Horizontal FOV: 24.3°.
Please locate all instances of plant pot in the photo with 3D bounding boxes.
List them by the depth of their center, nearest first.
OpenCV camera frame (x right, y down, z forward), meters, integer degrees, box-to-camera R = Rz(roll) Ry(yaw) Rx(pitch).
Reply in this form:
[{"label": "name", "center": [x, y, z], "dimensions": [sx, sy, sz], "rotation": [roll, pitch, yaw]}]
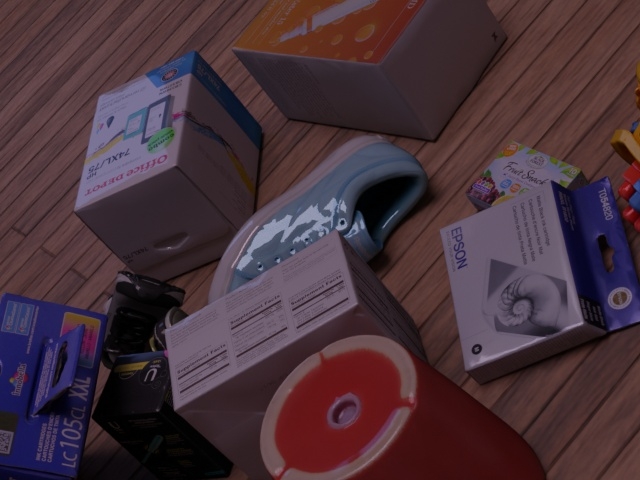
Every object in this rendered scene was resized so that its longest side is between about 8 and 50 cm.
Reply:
[{"label": "plant pot", "center": [0.079, 0.248, 1.618], "dimensions": [0.275, 0.243, 0.275], "rotation": [-23, 40, 21]}]

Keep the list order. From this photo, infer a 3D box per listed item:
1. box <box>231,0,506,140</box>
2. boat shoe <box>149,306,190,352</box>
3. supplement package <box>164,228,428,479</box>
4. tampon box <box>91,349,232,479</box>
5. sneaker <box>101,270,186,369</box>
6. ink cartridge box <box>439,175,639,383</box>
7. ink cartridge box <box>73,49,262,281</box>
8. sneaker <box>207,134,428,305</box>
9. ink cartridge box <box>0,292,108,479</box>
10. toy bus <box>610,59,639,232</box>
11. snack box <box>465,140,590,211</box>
[{"label": "box", "center": [0.070, -0.300, 2.261], "dimensions": [0.345, 0.168, 0.215], "rotation": [13, 61, 47]}, {"label": "boat shoe", "center": [-0.192, 0.141, 2.024], "dimensions": [0.069, 0.081, 0.228], "rotation": [-30, -8, 5]}, {"label": "supplement package", "center": [-0.025, 0.151, 1.842], "dimensions": [0.262, 0.204, 0.145], "rotation": [-30, 39, 13]}, {"label": "tampon box", "center": [-0.194, 0.229, 1.946], "dimensions": [0.120, 0.161, 0.101], "rotation": [-10, 46, 34]}, {"label": "sneaker", "center": [-0.261, 0.117, 2.116], "dimensions": [0.271, 0.100, 0.108], "rotation": [129, 158, -66]}, {"label": "ink cartridge box", "center": [0.264, 0.038, 1.807], "dimensions": [0.224, 0.045, 0.223], "rotation": [-24, 50, 21]}, {"label": "ink cartridge box", "center": [-0.230, -0.110, 2.301], "dimensions": [0.198, 0.197, 0.270], "rotation": [-22, 40, 23]}, {"label": "sneaker", "center": [0.000, 0.000, 2.038], "dimensions": [0.366, 0.135, 0.150], "rotation": [-48, 34, -9]}, {"label": "ink cartridge box", "center": [-0.381, 0.258, 1.907], "dimensions": [0.395, 0.151, 0.270], "rotation": [111, 168, -45]}, {"label": "toy bus", "center": [0.428, -0.116, 1.795], "dimensions": [0.211, 0.149, 0.220], "rotation": [-49, 32, 15]}, {"label": "snack box", "center": [0.271, -0.067, 1.950], "dimensions": [0.100, 0.037, 0.141], "rotation": [-47, 38, -10]}]
